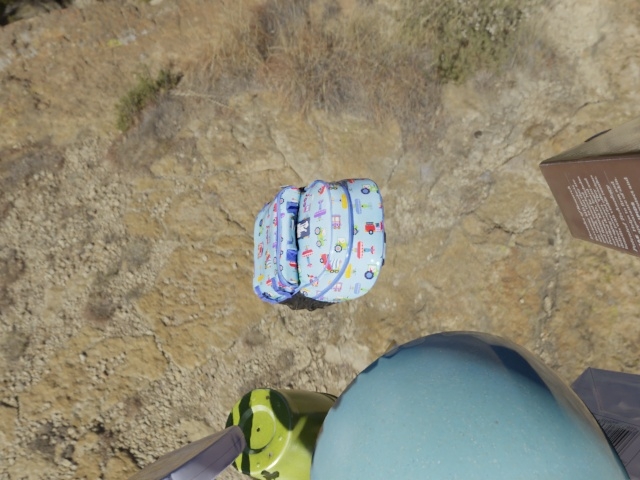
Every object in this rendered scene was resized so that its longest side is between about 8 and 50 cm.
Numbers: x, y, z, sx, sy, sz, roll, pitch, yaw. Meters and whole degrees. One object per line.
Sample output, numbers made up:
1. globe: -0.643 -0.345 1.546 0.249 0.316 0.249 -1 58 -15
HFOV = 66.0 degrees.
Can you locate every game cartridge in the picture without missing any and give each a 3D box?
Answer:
1. game cartridge: -0.258 0.406 0.840 0.198 0.297 0.062 -32 80 17

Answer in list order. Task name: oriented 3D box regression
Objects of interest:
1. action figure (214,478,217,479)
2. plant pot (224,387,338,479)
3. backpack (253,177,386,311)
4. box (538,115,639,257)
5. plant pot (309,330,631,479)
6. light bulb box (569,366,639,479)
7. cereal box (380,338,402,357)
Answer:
1. action figure: -0.238 0.681 1.249 0.185 0.285 0.099 -19 40 28
2. plant pot: -0.103 0.615 1.519 0.366 0.353 0.367 -16 55 24
3. backpack: 0.000 0.000 0.597 0.116 0.173 0.159 9 73 -26
4. box: 0.418 -0.074 0.552 0.191 0.381 0.143 -25 96 9
5. plant pot: 0.149 0.247 0.418 0.289 0.195 0.291 -2 100 -11
6. light bulb box: 0.623 0.443 0.839 0.225 0.358 0.361 -35 93 -17
7. cereal box: 0.222 0.420 1.549 0.047 0.240 0.173 35 90 -4
